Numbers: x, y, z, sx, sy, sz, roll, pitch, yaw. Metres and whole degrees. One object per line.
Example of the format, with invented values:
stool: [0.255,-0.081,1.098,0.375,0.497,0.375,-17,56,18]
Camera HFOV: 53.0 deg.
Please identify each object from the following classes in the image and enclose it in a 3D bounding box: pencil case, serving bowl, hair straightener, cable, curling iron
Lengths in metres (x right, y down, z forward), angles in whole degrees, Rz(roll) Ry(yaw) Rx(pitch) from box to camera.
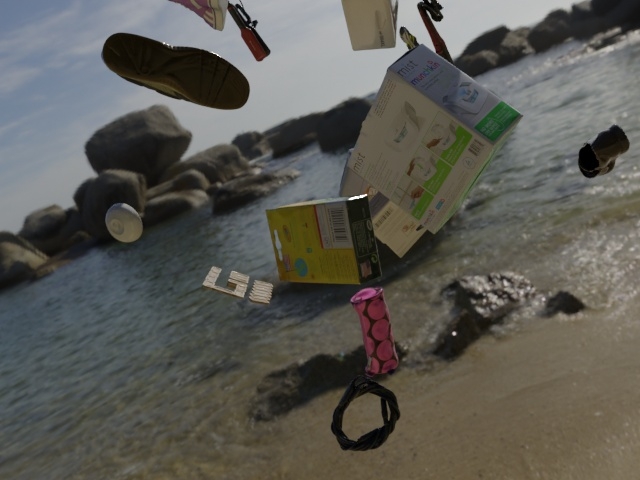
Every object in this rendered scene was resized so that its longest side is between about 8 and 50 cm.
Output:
pencil case: [0.130,0.223,1.572,0.098,0.209,0.095,-19,10,-35]
serving bowl: [-0.401,-0.032,1.292,0.083,0.083,0.027,-17,14,30]
hair straightener: [-0.229,-0.652,1.943,0.047,0.230,0.089,-31,15,32]
cable: [0.108,0.436,1.576,0.184,0.150,0.047,-60,-14,-4]
curling iron: [0.303,-0.483,1.599,0.035,0.274,0.068,-41,40,-11]

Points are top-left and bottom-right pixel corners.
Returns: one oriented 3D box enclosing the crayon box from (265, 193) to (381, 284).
crayon box: [0.000,0.000,1.597,0.081,0.202,0.318,-17,10,-40]

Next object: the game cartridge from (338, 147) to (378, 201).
game cartridge: [0.221,-0.207,2.053,0.297,0.198,0.062,4,46,-10]

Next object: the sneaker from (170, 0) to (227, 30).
sneaker: [-0.321,-0.627,1.649,0.161,0.102,0.282,9,-2,-3]

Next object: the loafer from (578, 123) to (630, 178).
loafer: [0.576,-0.182,1.357,0.078,0.080,0.220,-25,-15,4]

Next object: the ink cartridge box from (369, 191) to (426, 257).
ink cartridge box: [0.261,-0.106,1.875,0.275,0.239,0.060,-48,52,3]

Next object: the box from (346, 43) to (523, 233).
box: [0.199,-0.182,1.201,0.127,0.231,0.262,-42,-16,-35]

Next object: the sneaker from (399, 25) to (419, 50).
sneaker: [0.265,-0.604,1.918,0.035,0.083,0.031,-40,18,-28]

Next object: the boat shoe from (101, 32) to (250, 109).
boat shoe: [-0.217,-0.255,0.968,0.223,0.080,0.073,11,7,-28]

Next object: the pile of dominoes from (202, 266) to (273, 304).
pile of dominoes: [-0.239,0.145,1.868,0.196,0.040,0.251,19,9,-5]

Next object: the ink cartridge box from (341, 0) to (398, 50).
ink cartridge box: [0.093,-0.470,1.162,0.086,0.148,0.203,-1,61,14]
